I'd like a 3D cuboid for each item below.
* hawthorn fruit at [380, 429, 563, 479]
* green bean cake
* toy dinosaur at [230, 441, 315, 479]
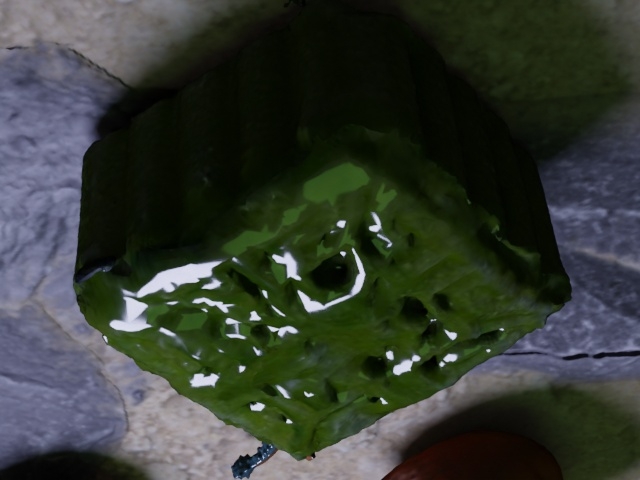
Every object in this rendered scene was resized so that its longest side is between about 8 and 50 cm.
[{"bbox_3d":[0.118,0.240,1.398,0.189,0.189,0.189,-2,138,-2],"label":"hawthorn fruit"},{"bbox_3d":[0.000,0.000,1.136,0.250,0.156,0.247,-28,134,24],"label":"green bean cake"},{"bbox_3d":[-0.023,0.135,1.357,0.055,0.049,0.154,20,127,-27],"label":"toy dinosaur"}]
